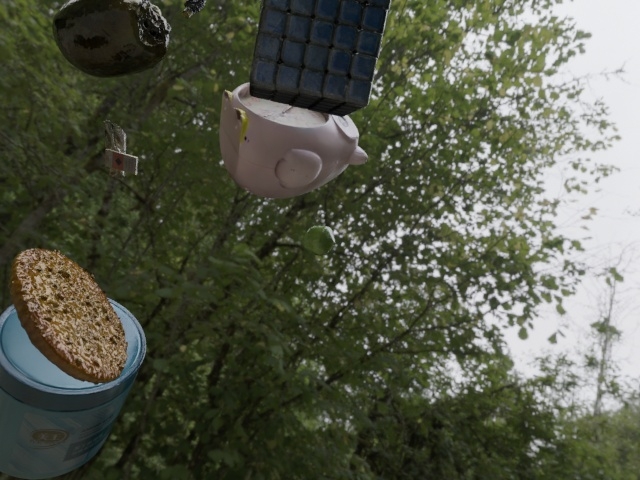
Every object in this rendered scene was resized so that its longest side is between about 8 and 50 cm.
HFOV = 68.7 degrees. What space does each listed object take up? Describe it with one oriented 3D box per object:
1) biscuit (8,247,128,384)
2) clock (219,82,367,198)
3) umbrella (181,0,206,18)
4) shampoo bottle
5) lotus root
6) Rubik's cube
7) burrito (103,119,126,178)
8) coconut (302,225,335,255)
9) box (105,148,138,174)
[{"bbox_3d":[-0.399,0.120,0.766,0.254,0.035,0.254,59,-1,2],"label":"biscuit"},{"bbox_3d":[-0.086,-0.273,1.326,0.376,0.368,0.251,-5,-47,-28],"label":"clock"},{"bbox_3d":[-0.295,-0.599,1.155,0.037,0.144,0.040,28,-22,4],"label":"umbrella"},{"bbox_3d":[-0.655,0.356,1.174,0.331,0.331,0.343,29,-64,-6],"label":"shampoo bottle"},{"bbox_3d":[-0.447,-0.428,0.979,0.274,0.152,0.160,5,-79,33],"label":"lotus root"},{"bbox_3d":[-0.016,-0.395,0.954,0.237,0.237,0.238,10,8,-12],"label":"Rubik's cube"},{"bbox_3d":[-0.538,-0.237,1.230,0.041,0.149,0.055,-1,4,24],"label":"burrito"},{"bbox_3d":[0.000,0.000,1.294,0.096,0.088,0.088,15,-31,32],"label":"coconut"},{"bbox_3d":[-0.500,-0.198,1.175,0.083,0.012,0.046,16,-63,3],"label":"box"}]
